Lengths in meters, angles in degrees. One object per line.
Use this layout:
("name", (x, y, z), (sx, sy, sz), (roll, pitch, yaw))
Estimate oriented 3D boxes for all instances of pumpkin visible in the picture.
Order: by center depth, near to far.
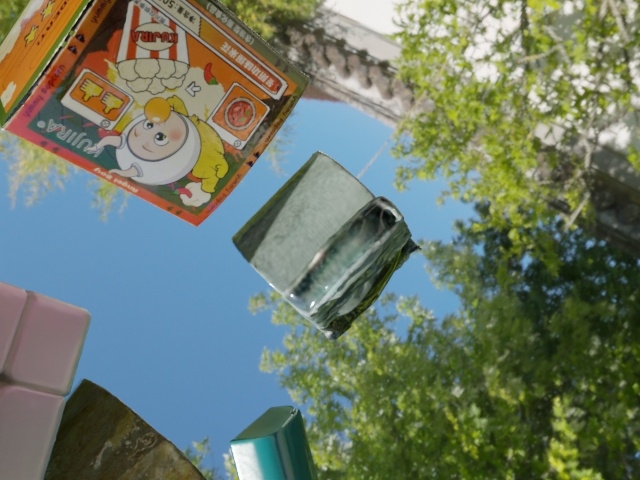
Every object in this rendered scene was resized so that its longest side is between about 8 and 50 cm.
("pumpkin", (-0.282, 0.365, 0.866), (0.332, 0.332, 0.199), (36, -122, 23))

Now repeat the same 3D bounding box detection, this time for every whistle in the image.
("whistle", (0.022, 0.022, 0.779), (0.188, 0.168, 0.405), (45, 179, -19))

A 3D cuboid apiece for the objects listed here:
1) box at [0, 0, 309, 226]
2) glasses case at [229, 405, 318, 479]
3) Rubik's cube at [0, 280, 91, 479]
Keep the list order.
("box", (-0.150, -0.144, 0.566), (0.195, 0.177, 0.148), (31, -168, -43))
("glasses case", (-0.024, 0.367, 0.804), (0.070, 0.301, 0.117), (-15, -178, 21))
("Rubik's cube", (-0.501, 0.191, 0.709), (0.319, 0.322, 0.316), (29, -121, -41))
